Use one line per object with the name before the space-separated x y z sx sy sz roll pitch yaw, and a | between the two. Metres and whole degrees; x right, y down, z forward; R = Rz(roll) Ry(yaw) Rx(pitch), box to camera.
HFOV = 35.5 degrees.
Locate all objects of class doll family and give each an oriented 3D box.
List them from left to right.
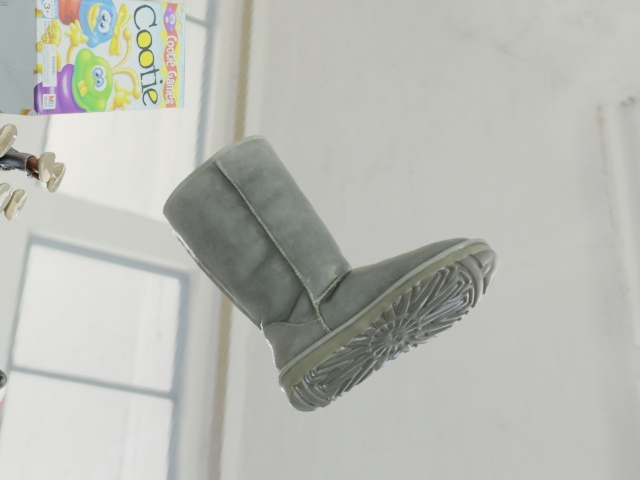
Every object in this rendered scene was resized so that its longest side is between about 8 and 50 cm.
doll family | -0.253 -0.060 0.635 0.076 0.111 0.193 -64 167 -9

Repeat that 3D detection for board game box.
board game box | -0.309 -0.236 1.264 0.144 0.275 0.142 8 -77 29

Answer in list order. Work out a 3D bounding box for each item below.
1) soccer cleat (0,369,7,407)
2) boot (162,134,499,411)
soccer cleat | -0.491 0.225 1.115 0.109 0.318 0.116 25 -69 27
boot | 0.000 -0.002 0.728 0.190 0.076 0.208 -30 -130 -3
